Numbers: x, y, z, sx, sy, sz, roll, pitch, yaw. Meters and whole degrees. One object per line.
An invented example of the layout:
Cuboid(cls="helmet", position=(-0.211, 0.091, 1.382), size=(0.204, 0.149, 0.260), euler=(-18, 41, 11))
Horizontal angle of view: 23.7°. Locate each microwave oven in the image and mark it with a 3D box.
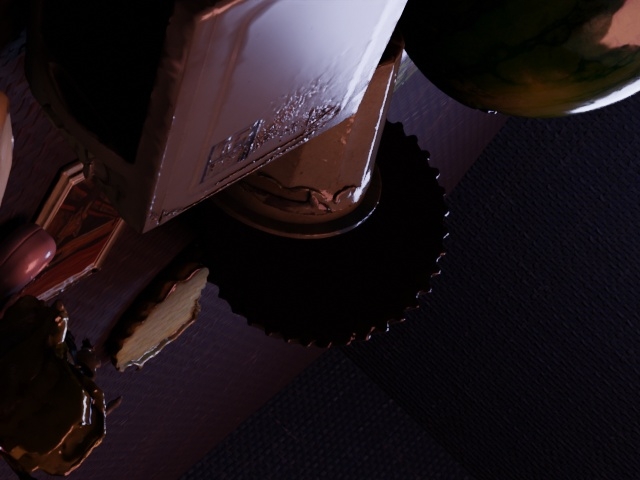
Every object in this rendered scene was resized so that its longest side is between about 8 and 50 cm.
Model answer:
Cuboid(cls="microwave oven", position=(-0.073, -0.177, 1.036), size=(0.237, 0.181, 0.295), euler=(-32, 166, -24))

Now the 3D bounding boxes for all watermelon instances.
Cuboid(cls="watermelon", position=(0.237, -0.291, 1.544), size=(0.363, 0.363, 0.363), euler=(-45, 171, -9))

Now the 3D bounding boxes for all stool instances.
Cuboid(cls="stool", position=(0.000, 0.000, 1.902), size=(0.297, 0.297, 0.330), euler=(-46, 174, -6))

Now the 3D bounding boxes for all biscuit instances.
Cuboid(cls="biscuit", position=(-0.223, 0.104, 2.110), size=(0.187, 0.036, 0.273), euler=(-42, 170, -30))

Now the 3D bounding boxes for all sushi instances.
Cuboid(cls="sushi", position=(-0.254, 0.125, 1.422), size=(0.139, 0.131, 0.291), euler=(-50, -163, -1))

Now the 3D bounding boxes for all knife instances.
Cuboid(cls="knife", position=(-0.363, 0.098, 1.478), size=(0.336, 0.043, 0.081), euler=(-44, -179, 27))

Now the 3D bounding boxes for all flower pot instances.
Cuboid(cls="flower pot", position=(-0.019, -0.143, 1.546), size=(0.212, 0.212, 0.202), euler=(-39, 155, -41))

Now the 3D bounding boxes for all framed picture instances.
Cuboid(cls="framed picture", position=(-0.242, -0.015, 1.560), size=(0.216, 0.016, 0.273), euler=(-36, 166, -50))

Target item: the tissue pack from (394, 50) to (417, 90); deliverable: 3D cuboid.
Cuboid(cls="tissue pack", position=(0.094, -0.249, 1.912), size=(0.235, 0.073, 0.173), euler=(-44, 171, -16))

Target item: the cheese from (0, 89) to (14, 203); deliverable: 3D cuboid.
Cuboid(cls="cheese", position=(-0.265, 0.017, 1.058), size=(0.127, 0.054, 0.251), euler=(112, -13, -67))

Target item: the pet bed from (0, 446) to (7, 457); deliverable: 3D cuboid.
Cuboid(cls="pet bed", position=(-0.367, 0.198, 1.804), size=(0.201, 0.053, 0.201), euler=(-48, 177, -4))
